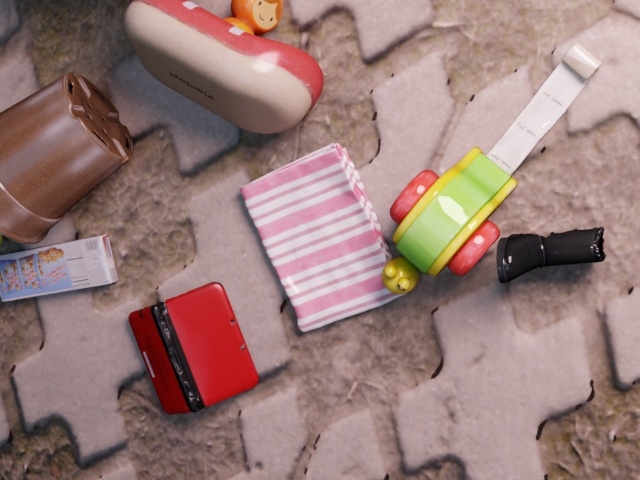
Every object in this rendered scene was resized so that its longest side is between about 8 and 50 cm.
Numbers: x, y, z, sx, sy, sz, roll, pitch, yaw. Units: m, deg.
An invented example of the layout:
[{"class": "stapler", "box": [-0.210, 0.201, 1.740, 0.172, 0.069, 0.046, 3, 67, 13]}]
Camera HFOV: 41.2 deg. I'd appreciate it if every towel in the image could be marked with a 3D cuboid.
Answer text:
[{"class": "towel", "box": [0.000, 0.000, 1.006, 0.144, 0.029, 0.197, -23, 91, 21]}]

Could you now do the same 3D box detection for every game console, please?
[{"class": "game console", "box": [-0.165, 0.139, 1.092, 0.124, 0.085, 0.144, -19, 92, 51]}]

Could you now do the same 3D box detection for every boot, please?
[{"class": "boot", "box": [0.240, 0.013, 0.882, 0.099, 0.121, 0.045, -2, 100, 25]}]

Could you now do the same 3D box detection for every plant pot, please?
[{"class": "plant pot", "box": [-0.330, -0.109, 1.039, 0.165, 0.167, 0.167, -32, 88, 12]}]

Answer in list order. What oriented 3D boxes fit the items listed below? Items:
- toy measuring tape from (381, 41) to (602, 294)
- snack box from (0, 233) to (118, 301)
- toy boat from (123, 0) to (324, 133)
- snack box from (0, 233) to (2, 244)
[{"class": "toy measuring tape", "box": [0.170, -0.066, 0.894, 0.121, 0.121, 0.330, 41, 109, 8]}, {"class": "snack box", "box": [-0.356, 0.038, 1.135, 0.178, 0.022, 0.064, -10, 96, 20]}, {"class": "toy boat", "box": [-0.094, -0.227, 0.960, 0.231, 0.151, 0.151, 30, 78, 12]}, {"class": "snack box", "box": [-0.484, -0.043, 1.102, 0.037, 0.141, 0.100, 17, 105, 42]}]
